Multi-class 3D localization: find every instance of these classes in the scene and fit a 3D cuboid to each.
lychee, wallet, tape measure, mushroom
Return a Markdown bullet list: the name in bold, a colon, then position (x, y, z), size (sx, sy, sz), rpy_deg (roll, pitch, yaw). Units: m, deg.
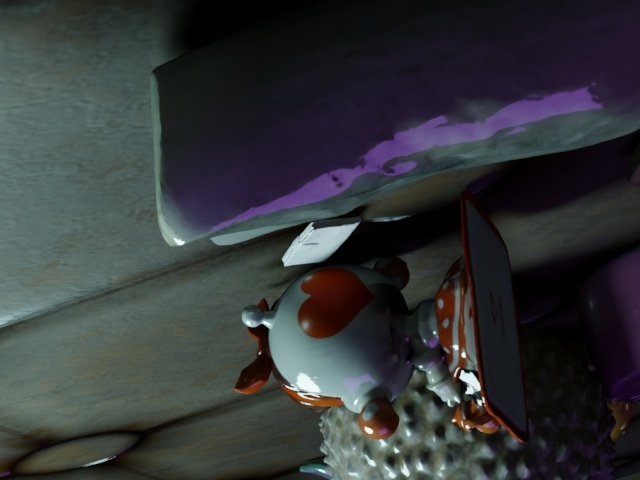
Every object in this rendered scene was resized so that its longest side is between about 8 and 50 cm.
- **lychee**: position (0.144, 0.210, 1.610), size (0.300, 0.300, 0.300), rpy_deg (-15, 162, -5)
- **wallet**: position (0.000, 0.000, 1.280), size (0.044, 0.011, 0.083), rpy_deg (-8, 162, -22)
- **tape measure**: position (0.386, 0.076, 1.619), size (0.245, 0.149, 0.231), rpy_deg (-15, 164, -5)
- **mushroom**: position (0.096, -0.098, 0.888), size (0.397, 0.126, 0.177), rpy_deg (-19, 172, 8)

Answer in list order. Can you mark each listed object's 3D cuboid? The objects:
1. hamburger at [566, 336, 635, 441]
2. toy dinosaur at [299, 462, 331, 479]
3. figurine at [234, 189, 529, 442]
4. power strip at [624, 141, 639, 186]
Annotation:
- **hamburger**: position (0.227, 0.211, 1.910), size (0.283, 0.144, 0.259), rpy_deg (-1, 161, -25)
- **toy dinosaur**: position (0.191, 0.387, 2.094), size (0.384, 0.330, 0.129), rpy_deg (-22, 159, 13)
- **figurine**: position (0.039, 0.082, 1.328), size (0.226, 0.183, 0.160), rpy_deg (-10, 158, 16)
- **power strip**: position (0.332, -0.074, 1.283), size (0.169, 0.028, 0.076), rpy_deg (-6, 154, -11)
